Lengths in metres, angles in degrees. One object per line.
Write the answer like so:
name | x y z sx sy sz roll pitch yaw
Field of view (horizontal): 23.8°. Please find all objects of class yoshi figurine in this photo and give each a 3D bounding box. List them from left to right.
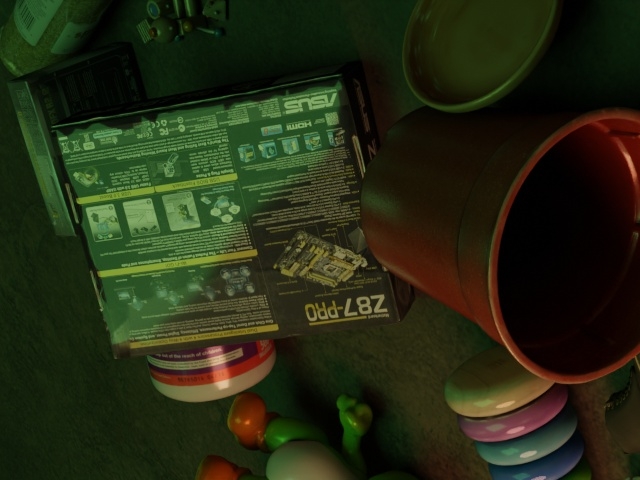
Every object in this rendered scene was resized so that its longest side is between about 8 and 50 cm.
yoshi figurine | 0.020 0.323 1.996 0.362 0.203 0.204 19 114 19

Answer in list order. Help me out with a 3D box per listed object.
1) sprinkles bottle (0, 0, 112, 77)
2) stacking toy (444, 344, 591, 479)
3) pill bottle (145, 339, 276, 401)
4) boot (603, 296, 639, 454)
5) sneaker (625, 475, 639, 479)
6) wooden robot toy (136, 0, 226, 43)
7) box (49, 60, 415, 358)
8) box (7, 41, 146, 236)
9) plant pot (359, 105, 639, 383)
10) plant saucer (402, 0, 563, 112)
sprinkles bottle | -0.340 -0.350 2.084 0.121 0.121 0.355 57 143 7
stacking toy | 0.264 0.287 1.771 0.141 0.141 0.330 -4 114 51
pill bottle | -0.175 0.046 2.082 0.181 0.181 0.323 12 120 46
boot | 0.338 0.150 1.637 0.137 0.077 0.198 -14 99 57
sneaker | 0.380 0.345 1.704 0.068 0.071 0.170 -14 100 52
wooden robot toy | -0.200 -0.290 1.991 0.173 0.079 0.076 2 114 48
box | -0.108 -0.031 1.879 0.395 0.097 0.318 -9 104 19
box | -0.320 -0.143 2.137 0.056 0.183 0.231 4 115 49
plant pot | 0.193 -0.023 1.556 0.265 0.272 0.272 23 128 53
plant saucer | 0.170 -0.218 1.556 0.200 0.037 0.200 -23 53 36
